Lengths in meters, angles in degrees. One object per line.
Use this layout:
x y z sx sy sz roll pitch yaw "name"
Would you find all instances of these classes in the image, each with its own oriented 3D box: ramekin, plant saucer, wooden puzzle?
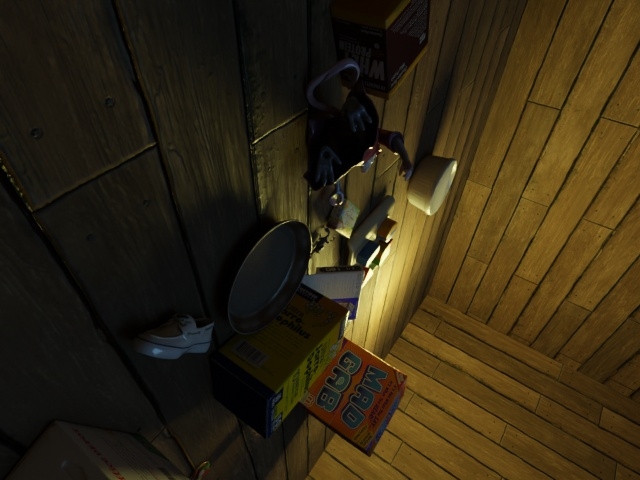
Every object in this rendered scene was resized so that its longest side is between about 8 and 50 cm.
0.496 -0.259 1.848 0.273 0.127 0.272 -45 150 -34 "ramekin"
-0.131 0.083 1.014 0.310 0.050 0.310 -45 149 -37 "plant saucer"
0.208 0.040 1.632 0.322 0.081 0.347 -46 152 -33 "wooden puzzle"

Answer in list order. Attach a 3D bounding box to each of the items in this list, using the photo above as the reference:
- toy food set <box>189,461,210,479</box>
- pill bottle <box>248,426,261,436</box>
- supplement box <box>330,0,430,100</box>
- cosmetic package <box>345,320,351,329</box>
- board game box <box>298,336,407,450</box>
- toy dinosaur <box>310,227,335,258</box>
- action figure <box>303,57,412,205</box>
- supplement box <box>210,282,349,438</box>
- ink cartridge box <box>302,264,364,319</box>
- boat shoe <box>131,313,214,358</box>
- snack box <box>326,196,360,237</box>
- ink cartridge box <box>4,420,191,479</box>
-0.365 0.708 1.239 0.083 0.020 0.082 -39 147 -42 "toy food set"
-0.193 0.614 1.435 0.120 0.067 0.067 -44 150 -37 "pill bottle"
0.137 -0.457 0.894 0.191 0.129 0.194 -54 155 -19 "supplement box"
-0.016 0.357 1.470 0.309 0.113 0.160 -55 155 -19 "cosmetic package"
0.162 0.733 1.930 0.356 0.357 0.356 -53 154 -21 "board game box"
0.000 0.000 1.241 0.090 0.047 0.082 -39 -172 43 "toy dinosaur"
0.067 -0.237 1.006 0.275 0.248 0.370 67 22 -5 "action figure"
-0.103 0.312 1.137 0.356 0.195 0.194 -40 148 -42 "supplement box"
0.027 0.177 1.337 0.209 0.045 0.206 -2 122 -14 "ink cartridge box"
-0.280 0.178 0.799 0.226 0.083 0.075 54 54 -77 "boat shoe"
0.073 -0.070 1.280 0.141 0.037 0.100 24 85 -67 "snack box"
-0.364 0.442 0.728 0.117 0.202 0.278 -54 155 -20 "ink cartridge box"
